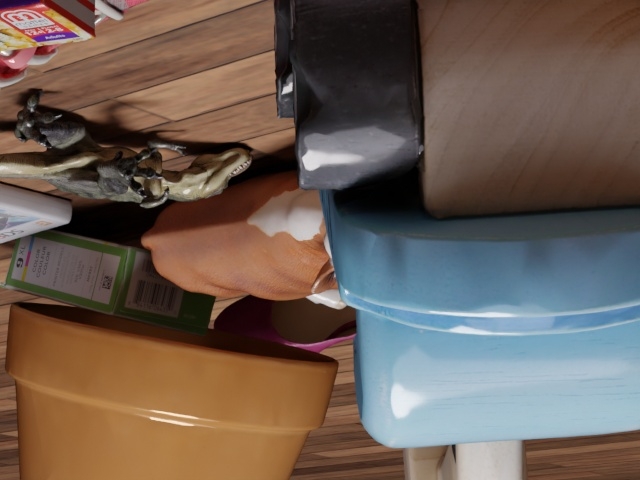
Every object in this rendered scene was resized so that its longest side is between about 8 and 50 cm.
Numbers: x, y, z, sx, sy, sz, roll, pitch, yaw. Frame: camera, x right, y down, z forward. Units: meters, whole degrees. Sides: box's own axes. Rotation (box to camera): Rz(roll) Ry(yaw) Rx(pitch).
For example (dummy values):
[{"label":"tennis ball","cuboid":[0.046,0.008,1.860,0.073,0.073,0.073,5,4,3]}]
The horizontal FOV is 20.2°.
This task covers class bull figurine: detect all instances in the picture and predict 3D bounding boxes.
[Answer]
[{"label":"bull figurine","cuboid":[0.000,0.000,1.391,0.188,0.101,0.310,13,172,-43]}]

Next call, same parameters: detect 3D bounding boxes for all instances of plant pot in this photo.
[{"label":"plant pot","cuboid":[-0.145,0.177,1.570,0.291,0.203,0.291,11,180,0]}]

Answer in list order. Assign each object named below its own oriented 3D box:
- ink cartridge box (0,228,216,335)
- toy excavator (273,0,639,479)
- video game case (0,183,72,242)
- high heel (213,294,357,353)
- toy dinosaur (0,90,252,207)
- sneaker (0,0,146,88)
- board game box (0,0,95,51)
[{"label":"ink cartridge box","cuboid":[-0.199,0.030,1.564,0.209,0.062,0.109,10,176,44]},{"label":"toy excavator","cuboid":[0.089,0.040,0.988,0.222,0.445,0.433,-2,-163,-3]},{"label":"video game case","cuboid":[-0.340,-0.025,1.483,0.201,0.023,0.183,15,159,-42]},{"label":"high heel","cuboid":[0.013,0.062,1.679,0.244,0.082,0.117,-1,164,8]},{"label":"toy dinosaur","cuboid":[-0.174,-0.059,1.288,0.268,0.064,0.118,8,170,-14]},{"label":"sneaker","cuboid":[-0.173,-0.117,0.919,0.314,0.136,0.116,-5,164,17]},{"label":"board game box","cuboid":[-0.188,-0.149,0.781,0.193,0.147,0.045,-7,164,23]}]
